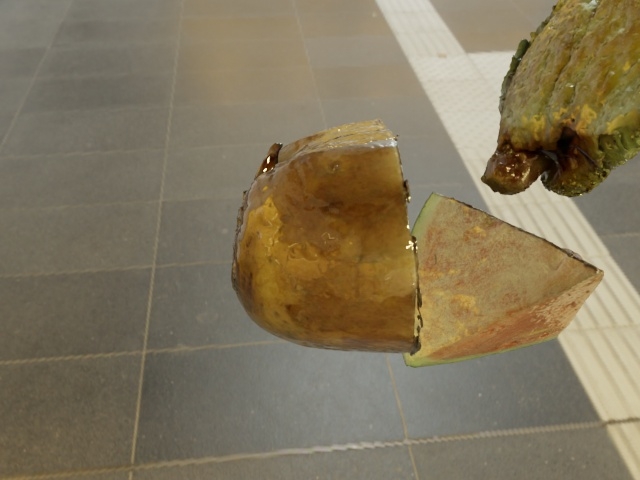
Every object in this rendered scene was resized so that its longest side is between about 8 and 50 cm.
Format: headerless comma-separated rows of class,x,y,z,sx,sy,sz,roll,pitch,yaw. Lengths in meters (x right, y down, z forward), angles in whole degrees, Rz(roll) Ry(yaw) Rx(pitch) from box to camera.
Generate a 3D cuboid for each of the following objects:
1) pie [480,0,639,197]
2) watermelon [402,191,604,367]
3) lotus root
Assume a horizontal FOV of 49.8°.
pie,0.445,-0.256,1.012,0.181,0.418,0.395,30,62,-18
watermelon,0.272,0.099,1.030,0.283,0.250,0.292,17,12,-14
lotus root,0.000,0.000,0.714,0.192,0.272,0.272,-1,38,3
